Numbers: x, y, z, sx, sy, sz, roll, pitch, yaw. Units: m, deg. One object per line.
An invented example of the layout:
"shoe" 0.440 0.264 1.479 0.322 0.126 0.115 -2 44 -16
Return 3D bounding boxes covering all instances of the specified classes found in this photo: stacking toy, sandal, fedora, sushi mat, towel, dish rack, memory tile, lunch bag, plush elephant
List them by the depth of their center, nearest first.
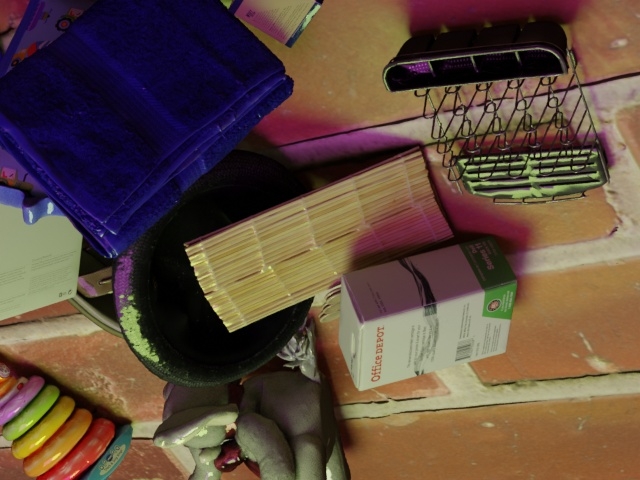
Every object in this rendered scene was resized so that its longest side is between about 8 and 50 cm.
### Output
"towel" -0.196 -0.158 1.668 0.228 0.308 0.076 46 154 -2
"dish rack" 0.210 -0.129 1.736 0.208 0.074 0.272 -2 135 27
"lunch bag" -0.276 -0.134 1.770 0.220 0.293 0.138 13 140 10
"sushi mat" 0.000 0.000 1.889 0.316 0.019 0.151 -23 130 0
"fedora" -0.155 0.019 1.971 0.152 0.334 0.334 36 159 47
"memory tile" 0.069 0.064 1.983 0.148 0.012 0.113 -19 162 -12
"sandal" -0.306 0.044 2.134 0.302 0.120 0.086 31 126 -11
"plush elephant" -0.114 0.278 2.206 0.255 0.272 0.330 -6 106 11
"stacking toy" -0.464 0.280 2.466 0.302 0.175 0.165 48 135 -10

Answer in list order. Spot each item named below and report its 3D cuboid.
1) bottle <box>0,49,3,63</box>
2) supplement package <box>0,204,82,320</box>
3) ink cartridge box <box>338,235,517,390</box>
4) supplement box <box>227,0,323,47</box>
"bottle" -0.542 -0.224 1.943 0.282 0.092 0.118 10 140 14
"supplement package" -0.421 -0.022 1.962 0.149 0.194 0.203 23 115 30
"ink cartridge box" 0.131 0.093 1.936 0.208 0.087 0.153 -14 141 -14
"supplement box" -0.044 -0.274 1.695 0.083 0.056 0.083 29 140 -10
